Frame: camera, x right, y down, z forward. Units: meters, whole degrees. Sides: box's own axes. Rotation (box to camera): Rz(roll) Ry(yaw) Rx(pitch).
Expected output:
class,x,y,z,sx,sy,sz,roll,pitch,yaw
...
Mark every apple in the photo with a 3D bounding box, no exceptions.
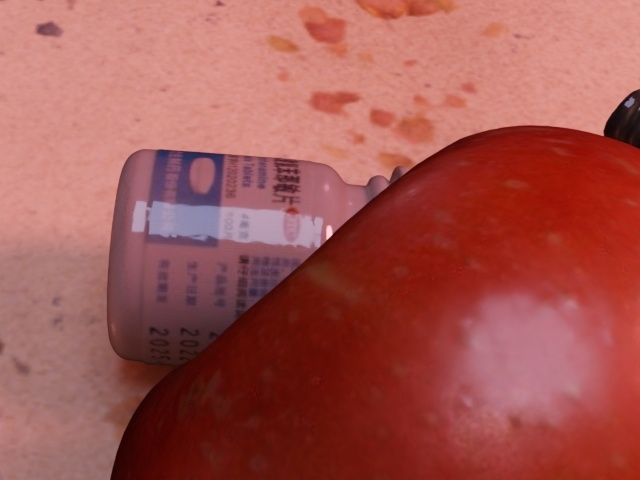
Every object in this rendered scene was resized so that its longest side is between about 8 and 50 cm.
class,x,y,z,sx,sy,sz,roll,pitch,yaw
apple,0.055,0.092,0.444,0.260,0.260,0.216,-35,86,-33

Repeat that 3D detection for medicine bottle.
class,x,y,z,sx,sy,sz,roll,pitch,yaw
medicine bottle,-0.013,0.012,0.608,0.168,0.105,0.105,4,47,-4

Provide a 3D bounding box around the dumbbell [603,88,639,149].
class,x,y,z,sx,sy,sz,roll,pitch,yaw
dumbbell,0.299,0.046,0.570,0.406,0.179,0.179,38,53,26
